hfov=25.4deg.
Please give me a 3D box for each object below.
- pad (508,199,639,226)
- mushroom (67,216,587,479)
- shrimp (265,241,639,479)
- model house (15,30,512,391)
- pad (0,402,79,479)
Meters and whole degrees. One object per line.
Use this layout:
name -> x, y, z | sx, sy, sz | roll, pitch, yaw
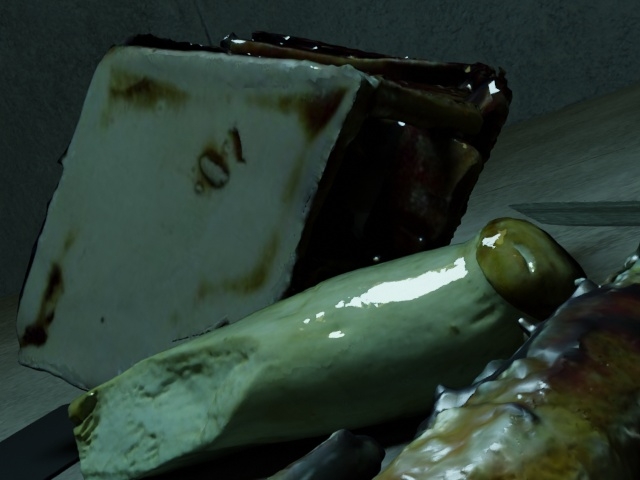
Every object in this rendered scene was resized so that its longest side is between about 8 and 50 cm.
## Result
pad -> 0.233, -0.035, 0.678 | 0.250, 0.055, 0.323 | 0, -13, 0
mushroom -> -0.010, 0.071, 0.778 | 0.333, 0.087, 0.107 | -20, -11, 21
shrimp -> 0.044, 0.086, 0.570 | 0.233, 0.071, 0.365 | -22, 8, 43
model house -> 0.000, 0.000, 0.983 | 0.282, 0.317, 0.297 | 3, 24, -45
pad -> -0.207, 0.153, 1.085 | 0.170, 0.006, 0.245 | -16, 7, 28
